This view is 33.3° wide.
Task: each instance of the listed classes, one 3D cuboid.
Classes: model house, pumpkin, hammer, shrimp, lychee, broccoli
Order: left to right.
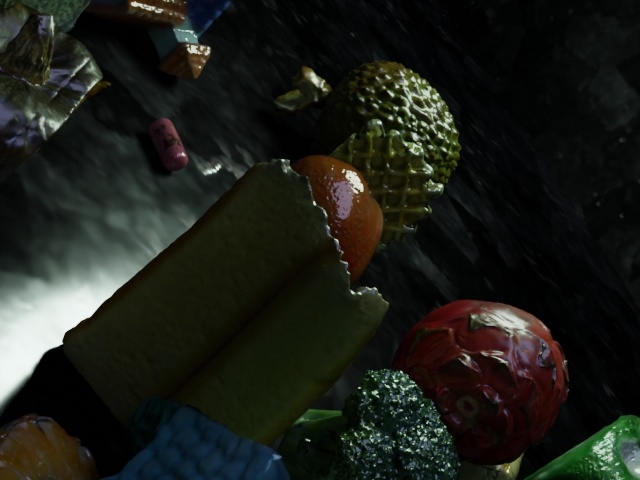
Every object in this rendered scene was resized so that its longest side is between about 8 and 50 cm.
[{"bbox_3d":[-0.348,-0.149,1.150,0.139,0.222,0.317,46,25,-12],"label":"pumpkin"},{"bbox_3d":[-0.263,0.261,0.897,0.164,0.062,0.317,50,21,-6],"label":"shrimp"},{"bbox_3d":[-0.261,-0.433,1.716,0.295,0.251,0.329,3,57,-59],"label":"model house"},{"bbox_3d":[-0.225,-0.140,1.573,0.043,0.043,0.083,9,49,-56],"label":"hammer"},{"bbox_3d":[-0.126,0.318,0.934,0.241,0.226,0.261,-44,123,-29],"label":"model house"},{"bbox_3d":[0.056,0.280,1.243,0.241,0.269,0.261,21,11,27],"label":"broccoli"},{"bbox_3d":[0.099,-0.200,1.941,0.320,0.270,0.270,49,21,27],"label":"lychee"}]

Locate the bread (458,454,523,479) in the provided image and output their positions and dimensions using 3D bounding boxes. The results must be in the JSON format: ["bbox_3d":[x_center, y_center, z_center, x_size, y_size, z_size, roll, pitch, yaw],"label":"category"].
[{"bbox_3d":[0.237,0.307,1.635,0.140,0.106,0.236,48,23,0],"label":"bread"}]

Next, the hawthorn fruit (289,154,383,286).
[{"bbox_3d":[0.000,0.000,1.600,0.199,0.199,0.251,31,44,-36],"label":"hawthorn fruit"}]

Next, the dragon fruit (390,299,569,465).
[{"bbox_3d":[0.213,0.191,1.439,0.252,0.241,0.241,-24,73,-36],"label":"dragon fruit"}]

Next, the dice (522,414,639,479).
[{"bbox_3d":[0.395,0.438,1.484,0.287,0.300,0.297,0,54,-57],"label":"dice"}]

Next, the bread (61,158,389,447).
[{"bbox_3d":[-0.060,0.077,1.148,0.233,0.361,0.245,51,26,5],"label":"bread"}]

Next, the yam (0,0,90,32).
[{"bbox_3d":[-0.464,-0.379,1.282,0.348,0.241,0.241,49,23,9],"label":"yam"}]

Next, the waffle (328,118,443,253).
[{"bbox_3d":[0.089,-0.082,1.815,0.204,0.223,0.054,45,12,-16],"label":"waffle"}]
